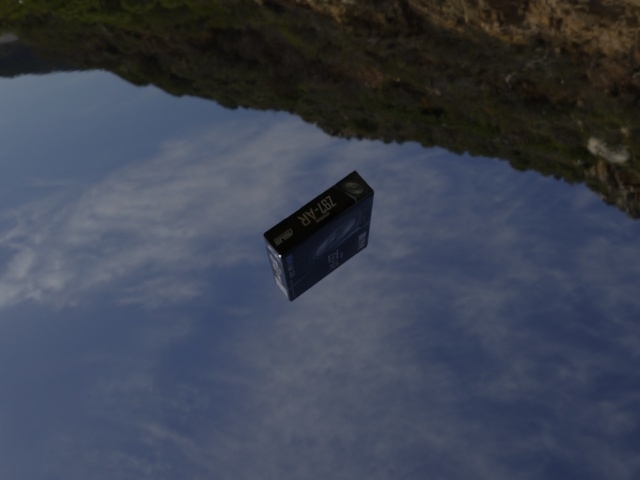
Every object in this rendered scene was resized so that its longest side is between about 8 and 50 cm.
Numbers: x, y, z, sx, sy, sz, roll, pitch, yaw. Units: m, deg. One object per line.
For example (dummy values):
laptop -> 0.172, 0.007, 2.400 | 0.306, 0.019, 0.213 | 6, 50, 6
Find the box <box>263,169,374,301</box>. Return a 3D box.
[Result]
box -> 0.000, 0.000, 0.397 | 0.067, 0.083, 0.018 | -35, -109, -14
